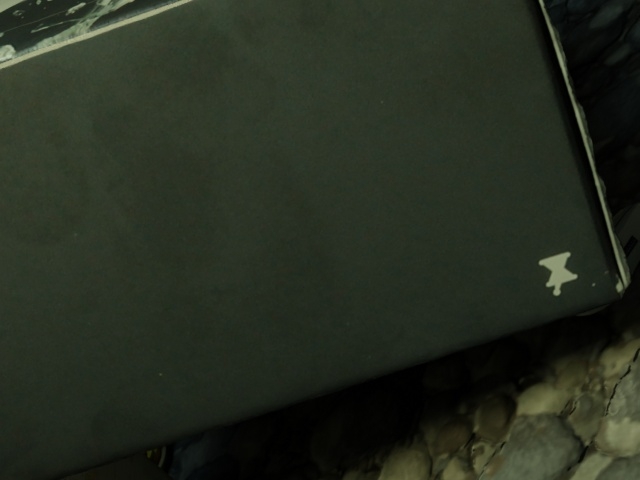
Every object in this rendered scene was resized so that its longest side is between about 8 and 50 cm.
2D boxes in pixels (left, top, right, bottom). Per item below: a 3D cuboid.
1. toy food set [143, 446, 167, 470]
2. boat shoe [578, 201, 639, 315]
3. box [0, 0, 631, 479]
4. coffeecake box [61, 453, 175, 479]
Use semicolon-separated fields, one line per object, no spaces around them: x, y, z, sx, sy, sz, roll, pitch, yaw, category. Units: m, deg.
-0.163;0.198;1.518;0.083;0.020;0.082;-29;29;34;toy food set
0.193;0.012;1.216;0.100;0.035;0.035;-52;16;-17;boat shoe
-0.077;-0.102;1.291;0.480;0.297;0.472;-18;25;6;box
-0.186;0.196;1.355;0.068;0.185;0.142;-39;25;15;coffeecake box
